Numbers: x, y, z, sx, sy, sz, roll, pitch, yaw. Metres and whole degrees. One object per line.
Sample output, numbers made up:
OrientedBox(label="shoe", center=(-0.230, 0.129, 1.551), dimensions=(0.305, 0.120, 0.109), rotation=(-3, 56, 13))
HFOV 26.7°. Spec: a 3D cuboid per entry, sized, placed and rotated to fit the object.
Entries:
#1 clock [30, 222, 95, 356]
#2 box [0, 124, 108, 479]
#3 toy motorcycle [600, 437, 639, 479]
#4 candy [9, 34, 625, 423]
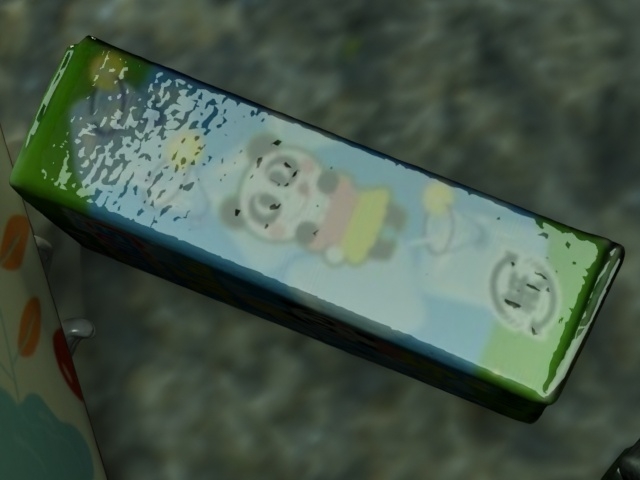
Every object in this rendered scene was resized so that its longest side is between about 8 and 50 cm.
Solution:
OrientedBox(label="clock", center=(-0.129, 0.046, 0.496), dimensions=(0.087, 0.041, 0.129), rotation=(15, 83, 10))
OrientedBox(label="box", center=(-0.180, 0.052, 0.307), dimensions=(0.122, 0.344, 0.385), rotation=(-20, 82, 13))
OrientedBox(label="toy motorcycle", center=(0.216, 0.096, 0.432), dimensions=(0.275, 0.127, 0.205), rotation=(41, 81, 18))
OrientedBox(label="candy", center=(0.000, 0.000, 0.473), dimensions=(0.194, 0.097, 0.062), rotation=(22, 82, 8))
